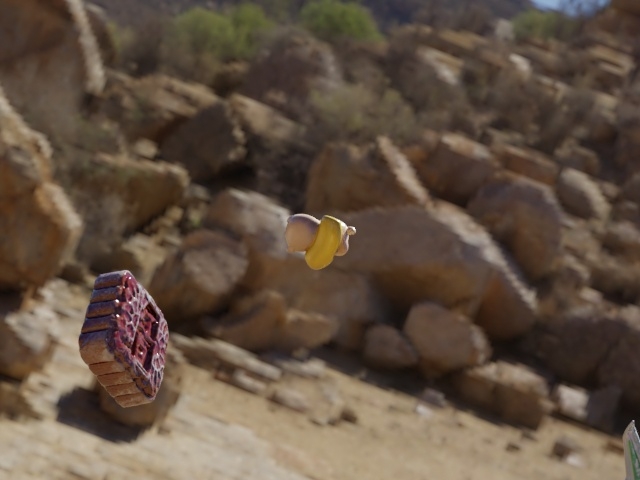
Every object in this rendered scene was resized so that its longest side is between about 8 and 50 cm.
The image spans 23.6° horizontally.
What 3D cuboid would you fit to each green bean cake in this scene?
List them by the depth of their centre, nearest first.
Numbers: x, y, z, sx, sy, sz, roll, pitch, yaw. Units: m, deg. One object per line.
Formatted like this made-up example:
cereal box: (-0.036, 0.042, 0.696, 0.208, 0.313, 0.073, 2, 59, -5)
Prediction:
green bean cake: (-0.239, 0.121, 1.898, 0.056, 0.135, 0.136, -12, -45, 19)

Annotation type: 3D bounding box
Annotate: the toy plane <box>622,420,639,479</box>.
toy plane: (0.459, 0.363, 1.980, 0.251, 0.255, 0.101, 46, 11, 35)

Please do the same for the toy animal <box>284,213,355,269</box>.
toy animal: (0.000, 0.000, 2.567, 0.114, 0.091, 0.082, 4, 8, 29)
